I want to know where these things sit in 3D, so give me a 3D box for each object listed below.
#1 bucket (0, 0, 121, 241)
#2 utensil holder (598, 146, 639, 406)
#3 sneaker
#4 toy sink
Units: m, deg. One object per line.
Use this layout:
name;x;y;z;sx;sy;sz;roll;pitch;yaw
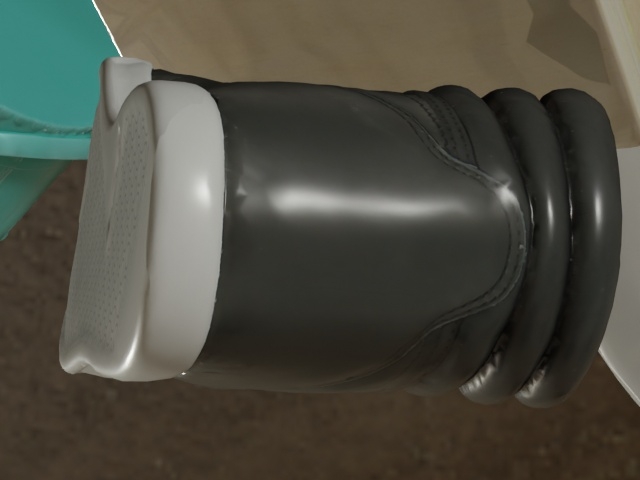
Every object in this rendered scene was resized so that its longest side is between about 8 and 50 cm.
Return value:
bucket;-0.267;-0.114;1.214;0.281;0.281;0.183;29;125;-34
utensil holder;0.397;-0.044;1.289;0.385;0.327;0.327;-33;159;-27
sneaker;0.000;0.000;0.581;0.147;0.104;0.296;6;-178;-12
toy sink;0.033;-0.130;0.793;0.234;0.131;0.153;-2;127;34
